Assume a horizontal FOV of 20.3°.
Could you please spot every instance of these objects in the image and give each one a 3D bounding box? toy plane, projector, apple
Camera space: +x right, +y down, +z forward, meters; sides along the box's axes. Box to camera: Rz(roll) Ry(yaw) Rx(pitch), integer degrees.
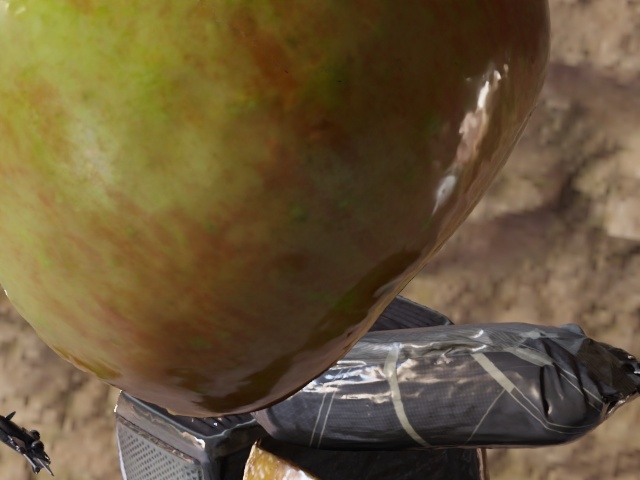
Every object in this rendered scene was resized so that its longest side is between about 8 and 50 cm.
[{"bbox_3d":[-0.285,0.191,1.701,0.083,0.031,0.078,52,-2,-26],"label":"toy plane"},{"bbox_3d":[-0.006,0.305,2.102,0.395,0.405,0.242,-22,26,-31],"label":"projector"},{"bbox_3d":[-0.048,-0.074,0.650,0.226,0.246,0.246,41,-10,-13],"label":"apple"}]

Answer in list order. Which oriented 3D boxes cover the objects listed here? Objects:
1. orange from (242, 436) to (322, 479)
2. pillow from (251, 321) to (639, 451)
[{"bbox_3d":[0.070,0.274,1.430,0.274,0.310,0.274,-26,10,5],"label":"orange"},{"bbox_3d":[0.082,0.111,1.353,0.335,0.092,0.161,-5,0,29],"label":"pillow"}]
